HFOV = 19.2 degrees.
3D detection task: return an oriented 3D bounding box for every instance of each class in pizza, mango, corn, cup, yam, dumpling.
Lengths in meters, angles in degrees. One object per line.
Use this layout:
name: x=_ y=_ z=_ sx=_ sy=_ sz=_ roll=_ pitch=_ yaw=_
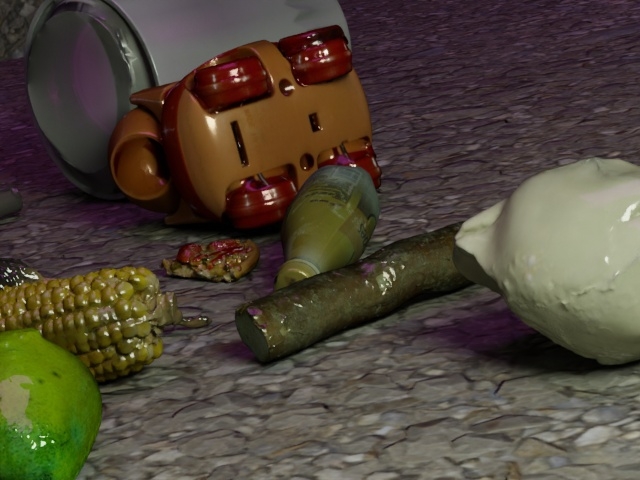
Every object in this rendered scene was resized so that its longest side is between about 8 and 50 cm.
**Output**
pizza: x=-0.095 y=0.017 z=1.830 sx=0.100 sy=0.029 sz=0.099 roll=-15 pitch=16 yaw=-21
mango: x=-0.216 y=0.123 z=1.368 sx=0.119 sy=0.100 sz=0.178 roll=-10 pitch=22 yaw=-11
corn: x=-0.270 y=0.083 z=1.565 sx=0.319 sy=0.097 sz=0.097 roll=-8 pitch=14 yaw=10
cup: x=-0.155 y=-0.208 z=2.302 sx=0.371 sy=0.253 sz=0.253 roll=-19 pitch=17 yaw=-42
yam: x=0.037 y=0.042 z=1.598 sx=0.252 sy=0.061 sz=0.061 roll=-20 pitch=18 yaw=-34
dumpling: x=0.225 y=0.022 z=1.409 sx=0.258 sy=0.147 sz=0.193 roll=-11 pitch=-31 yaw=45

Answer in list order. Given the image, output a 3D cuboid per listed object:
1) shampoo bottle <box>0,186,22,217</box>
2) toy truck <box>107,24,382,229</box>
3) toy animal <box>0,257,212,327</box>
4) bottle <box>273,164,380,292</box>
shampoo bottle: x=-0.416 y=-0.024 z=2.173 sx=0.165 sy=0.040 sz=0.080 roll=-22 pitch=18 yaw=-41
toy truck: x=-0.088 y=-0.111 z=2.027 sx=0.264 sy=0.189 sz=0.239 roll=-20 pitch=9 yaw=-36
toy animal: x=-0.203 y=0.066 z=1.646 sx=0.219 sy=0.086 sz=0.069 roll=6 pitch=14 yaw=-13
bottle: x=0.000 y=0.000 z=1.738 sx=0.083 sy=0.083 sz=0.270 roll=-6 pitch=19 yaw=13
